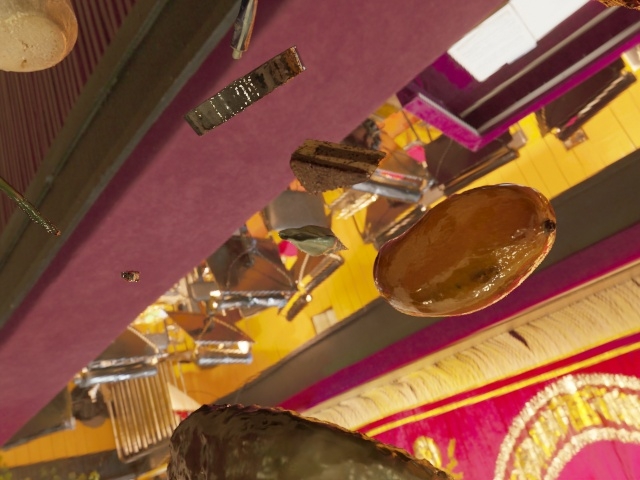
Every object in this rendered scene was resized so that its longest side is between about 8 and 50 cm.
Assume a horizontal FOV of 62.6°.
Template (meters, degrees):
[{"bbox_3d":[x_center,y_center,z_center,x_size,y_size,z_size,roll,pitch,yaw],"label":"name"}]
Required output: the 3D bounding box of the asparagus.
[{"bbox_3d":[-0.311,-0.062,0.499,0.016,0.013,0.166,-10,130,33],"label":"asparagus"}]

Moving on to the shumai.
[{"bbox_3d":[-0.038,0.379,0.553,0.324,0.324,0.397,36,140,-25],"label":"shumai"}]

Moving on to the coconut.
[{"bbox_3d":[-0.640,-0.491,1.080,0.237,0.266,0.237,-21,163,-7],"label":"coconut"}]

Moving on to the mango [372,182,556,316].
[{"bbox_3d":[0.197,0.027,0.795,0.143,0.187,0.359,29,145,-18],"label":"mango"}]

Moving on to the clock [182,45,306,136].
[{"bbox_3d":[-0.173,-0.344,1.219,0.312,0.062,0.313,-29,-163,10],"label":"clock"}]

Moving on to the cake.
[{"bbox_3d":[0.031,-0.207,1.339,0.246,0.135,0.112,-8,-139,53],"label":"cake"}]

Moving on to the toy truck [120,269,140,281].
[{"bbox_3d":[-0.399,0.074,1.107,0.031,0.024,0.083,9,176,-10],"label":"toy truck"}]

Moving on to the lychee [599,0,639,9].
[{"bbox_3d":[0.316,-0.353,0.472,0.260,0.261,0.261,-18,159,-7],"label":"lychee"}]

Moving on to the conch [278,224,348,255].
[{"bbox_3d":[-0.004,0.006,1.087,0.180,0.088,0.065,11,106,-38],"label":"conch"}]

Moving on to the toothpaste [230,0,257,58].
[{"bbox_3d":[-0.080,-0.232,0.556,0.019,0.027,0.083,-2,134,-29],"label":"toothpaste"}]
